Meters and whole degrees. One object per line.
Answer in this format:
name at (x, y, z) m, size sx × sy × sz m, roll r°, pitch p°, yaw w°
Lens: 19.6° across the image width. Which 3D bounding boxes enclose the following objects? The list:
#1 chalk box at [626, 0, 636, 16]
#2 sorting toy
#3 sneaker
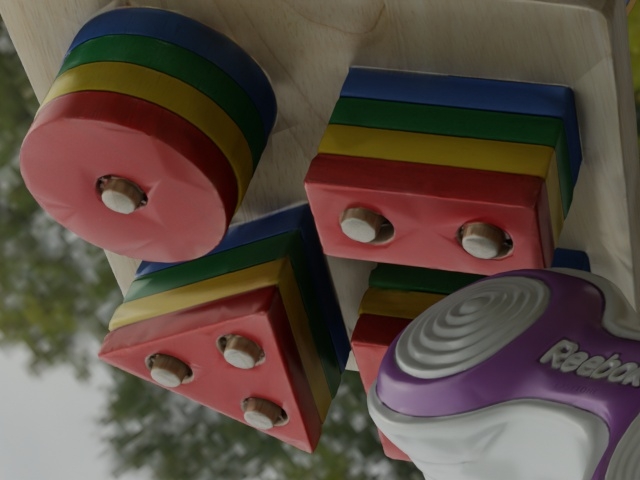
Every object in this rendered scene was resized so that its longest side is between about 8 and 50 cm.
chalk box at (0.116, -0.232, 1.133) m, size 0.180 × 0.289 × 0.179 m, roll 30°, pitch -175°, yaw 23°
sorting toy at (0.000, 0.000, 0.777) m, size 0.257 × 0.255 × 0.089 m, roll 73°, pitch -150°, yaw -49°
sneaker at (0.124, 0.098, 0.559) m, size 0.152 × 0.114 × 0.305 m, roll 59°, pitch 171°, yaw -19°
